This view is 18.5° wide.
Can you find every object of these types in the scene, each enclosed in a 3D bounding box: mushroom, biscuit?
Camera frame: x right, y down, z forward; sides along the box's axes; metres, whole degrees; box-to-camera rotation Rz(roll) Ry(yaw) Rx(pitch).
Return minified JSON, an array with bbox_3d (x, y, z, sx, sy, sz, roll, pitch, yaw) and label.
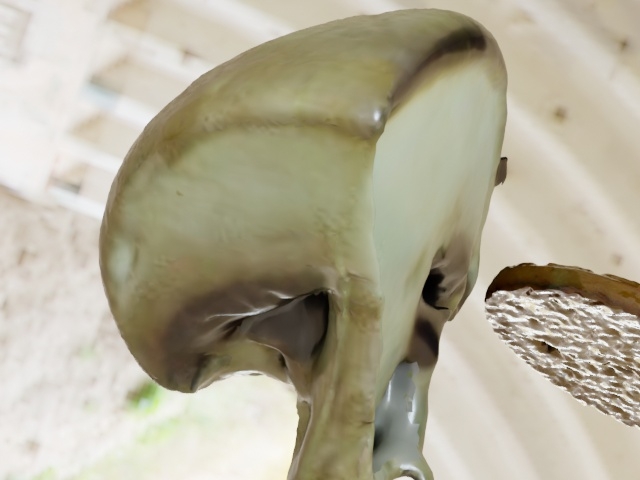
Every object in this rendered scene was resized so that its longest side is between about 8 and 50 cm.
[{"bbox_3d":[0.002,-0.009,1.151,0.217,0.212,0.292,-57,143,-51],"label":"mushroom"},{"bbox_3d":[0.182,0.066,1.146,0.027,0.187,0.188,-62,-175,-18],"label":"biscuit"}]
